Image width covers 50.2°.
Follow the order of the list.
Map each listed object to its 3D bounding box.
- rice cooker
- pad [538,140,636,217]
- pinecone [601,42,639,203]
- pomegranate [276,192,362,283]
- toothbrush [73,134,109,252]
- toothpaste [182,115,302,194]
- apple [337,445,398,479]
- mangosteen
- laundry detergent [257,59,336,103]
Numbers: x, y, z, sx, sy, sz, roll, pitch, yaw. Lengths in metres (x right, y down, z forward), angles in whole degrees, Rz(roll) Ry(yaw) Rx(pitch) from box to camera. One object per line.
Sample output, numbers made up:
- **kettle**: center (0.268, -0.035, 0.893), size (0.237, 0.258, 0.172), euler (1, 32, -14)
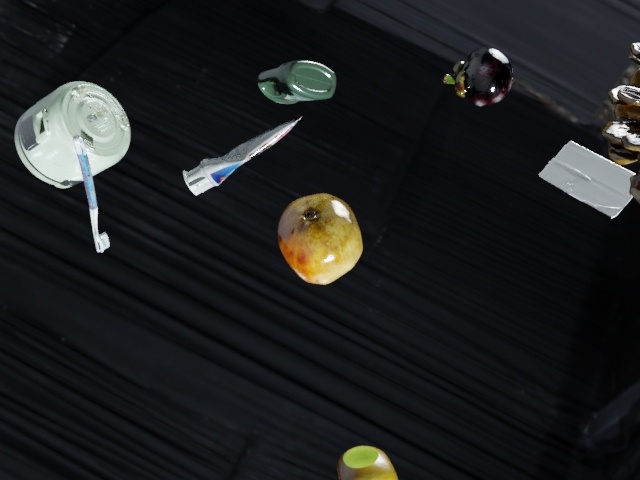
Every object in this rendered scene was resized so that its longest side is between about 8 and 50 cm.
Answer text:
- **rice cooker**: center (-0.597, -0.253, 1.631), size (0.244, 0.226, 0.226), euler (-17, -147, 40)
- **pad**: center (0.712, -0.166, 1.796), size (0.156, 0.232, 0.004), euler (-44, 150, -16)
- **pinecone**: center (0.675, -0.249, 1.188), size (0.385, 0.384, 0.384), euler (-63, 179, -2)
- **pomegranate**: center (0.000, 0.000, 1.931), size (0.229, 0.252, 0.270), euler (-25, 153, -5)
- **toothbrush**: center (-0.403, -0.075, 1.207), size (0.026, 0.024, 0.288), euler (-33, 151, -30)
- **toothpaste**: center (-0.151, -0.178, 1.373), size (0.266, 0.061, 0.096), euler (-29, -167, 7)
- **apple**: center (0.123, 0.607, 1.736), size (0.163, 0.147, 0.147), euler (-100, 176, -73)
- **mangosteen**: center (0.343, -0.356, 1.492), size (0.137, 0.151, 0.137), euler (-4, 90, -85)
- **laundry detergent**: center (-0.071, -0.341, 1.486), size (0.221, 0.144, 0.078), euler (13, -84, 57)
